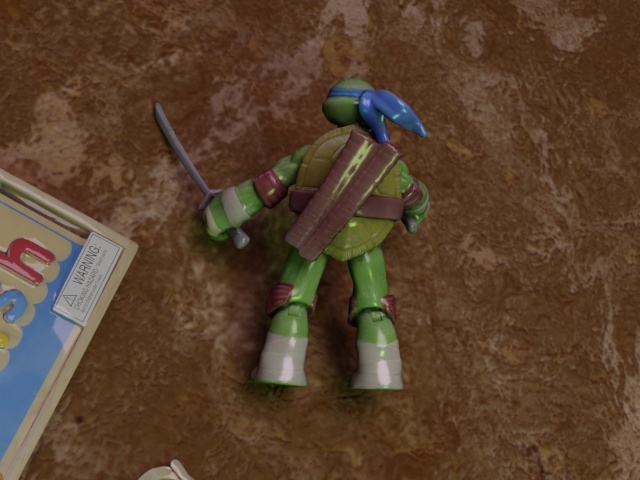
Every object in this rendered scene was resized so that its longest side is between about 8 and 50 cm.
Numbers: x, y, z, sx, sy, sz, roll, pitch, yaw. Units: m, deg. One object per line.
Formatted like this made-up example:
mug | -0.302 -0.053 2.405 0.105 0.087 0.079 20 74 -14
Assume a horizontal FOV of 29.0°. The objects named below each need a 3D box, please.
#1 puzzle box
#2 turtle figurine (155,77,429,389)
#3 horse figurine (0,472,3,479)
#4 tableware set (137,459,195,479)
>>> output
puzzle box | -0.340 0.101 0.930 0.272 0.052 0.409 29 56 -10
turtle figurine | 0.000 0.000 1.124 0.197 0.274 0.266 11 79 -47
horse figurine | -0.302 0.214 0.814 0.174 0.066 0.263 12 59 -19
tableware set | -0.142 0.257 0.968 0.168 0.020 0.141 -17 74 -33
